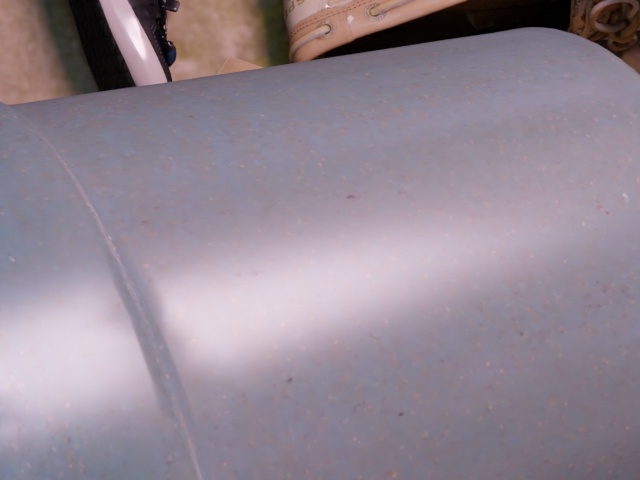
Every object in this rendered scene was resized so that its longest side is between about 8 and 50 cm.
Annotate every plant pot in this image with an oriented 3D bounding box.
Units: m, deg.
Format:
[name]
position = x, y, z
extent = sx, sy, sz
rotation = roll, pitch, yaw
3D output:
[plant pot]
position = -0.022, 0.071, 0.760
extent = 0.334, 0.341, 0.341
rotation = -16, 61, -23

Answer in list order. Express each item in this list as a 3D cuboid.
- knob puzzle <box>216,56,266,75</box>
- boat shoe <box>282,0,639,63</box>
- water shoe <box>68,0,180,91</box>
[knob puzzle]
position = 0.000, 0.000, 1.019
extent = 0.213, 0.030, 0.213
rotation = 4, 56, -5
[boat shoe]
position = 0.119, -0.141, 1.092
extent = 0.285, 0.104, 0.089
rotation = -5, 62, 1
[water shoe]
position = -0.108, -0.157, 1.081
extent = 0.080, 0.073, 0.203
rotation = -15, 61, -19
